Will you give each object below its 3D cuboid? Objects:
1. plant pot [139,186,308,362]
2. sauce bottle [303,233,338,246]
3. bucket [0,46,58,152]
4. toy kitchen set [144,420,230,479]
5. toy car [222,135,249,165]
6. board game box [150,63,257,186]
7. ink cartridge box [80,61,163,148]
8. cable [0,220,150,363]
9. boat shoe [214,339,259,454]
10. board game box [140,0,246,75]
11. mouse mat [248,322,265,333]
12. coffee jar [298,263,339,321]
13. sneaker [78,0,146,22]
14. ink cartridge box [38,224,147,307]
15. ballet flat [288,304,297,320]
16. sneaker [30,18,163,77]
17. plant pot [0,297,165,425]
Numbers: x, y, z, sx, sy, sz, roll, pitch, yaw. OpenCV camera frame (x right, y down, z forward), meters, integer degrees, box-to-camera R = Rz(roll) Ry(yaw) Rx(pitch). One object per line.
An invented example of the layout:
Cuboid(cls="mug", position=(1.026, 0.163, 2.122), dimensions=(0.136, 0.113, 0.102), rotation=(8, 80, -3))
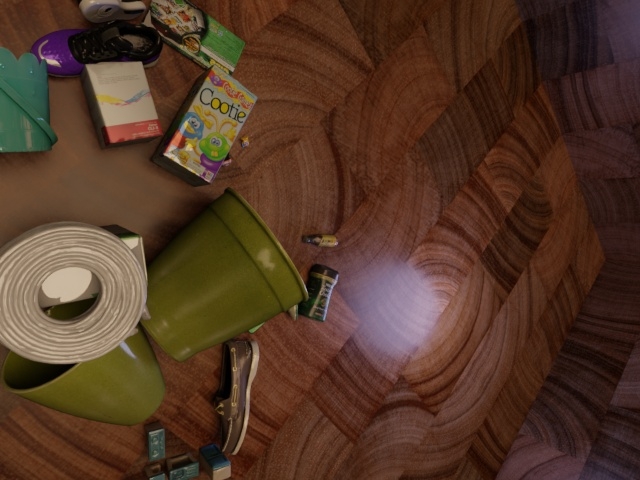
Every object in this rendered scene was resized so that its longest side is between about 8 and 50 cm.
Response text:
Cuboid(cls="plant pot", position=(-0.280, 0.112, 1.077), dimensions=(0.352, 0.366, 0.367), rotation=(-36, 113, -15))
Cuboid(cls="sauce bottle", position=(0.000, 0.000, 1.425), dimensions=(0.128, 0.042, 0.042), rotation=(2, 92, -33))
Cuboid(cls="bucket", position=(-0.667, -0.265, 0.807), dimensions=(0.280, 0.281, 0.183), rotation=(-9, 107, -34))
Cuboid(cls="toy kitchen set", position=(-0.368, 0.581, 1.158), dimensions=(0.207, 0.122, 0.166), rotation=(-2, 94, -35))
Cuboid(cls="toy car", position=(-0.248, -0.255, 1.228), dimensions=(0.122, 0.060, 0.041), rotation=(-34, 143, -21))
Cuboid(cls="board game box", position=(-0.313, -0.301, 1.123), dimensions=(0.142, 0.144, 0.276), rotation=(33, 74, -32))
Cuboid(cls="ink cartridge box", position=(-0.483, -0.325, 1.011), dimensions=(0.127, 0.128, 0.177), rotation=(-21, 105, -32))
Cuboid(cls="cable", position=(-0.450, 0.096, 0.751), dimensions=(0.257, 0.089, 0.258), rotation=(-19, 107, -33))
Cuboid(cls="boat shoe", position=(-0.262, 0.457, 1.233), dimensions=(0.096, 0.116, 0.325), rotation=(14, 81, -30))
Cuboid(cls="board game box", position=(-0.343, -0.567, 1.154), dimensions=(0.259, 0.030, 0.136), rotation=(28, 75, -33))
Cuboid(cls="mouse mat", position=(-0.209, 0.179, 1.313), dimensions=(0.152, 0.007, 0.190), rotation=(-40, 115, -26))
Cuboid(cls="coffee jar", position=(-0.005, 0.176, 1.410), dimensions=(0.096, 0.079, 0.185), rotation=(24, 79, -34))
Cuboid(cls="sneaker", position=(-0.509, -0.580, 0.965), dimensions=(0.121, 0.079, 0.217), rotation=(58, 21, -18))
Cuboid(cls="ink cartridge box", position=(-0.521, 0.042, 0.921), dimensions=(0.201, 0.278, 0.117), rotation=(-10, 102, -34))
Cuboid(cls="ballet flat", position=(-0.100, 0.178, 1.370), dimensions=(0.052, 0.057, 0.169), rotation=(1, 88, -8))
Cuboid(cls="sneaker", position=(-0.509, -0.459, 0.973), dimensions=(0.293, 0.146, 0.102), rotation=(-24, 107, -32))
Cuboid(cls="plant pot", position=(-0.506, 0.305, 0.983), dimensions=(0.275, 0.274, 0.294), rotation=(-43, 131, -25))
